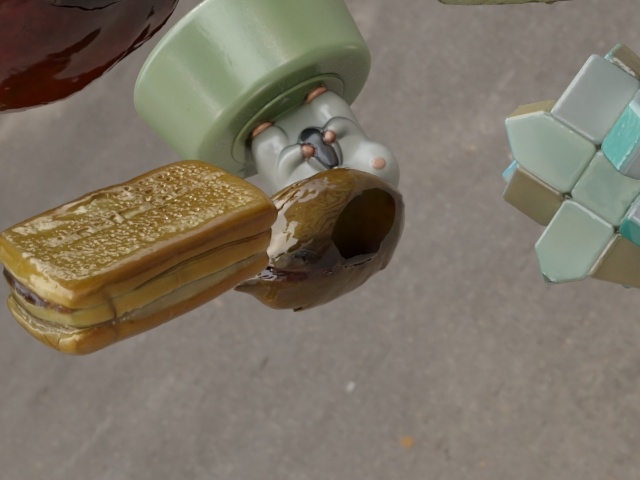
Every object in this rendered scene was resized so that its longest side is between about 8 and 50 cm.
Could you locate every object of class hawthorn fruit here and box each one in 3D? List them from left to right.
[{"bbox_3d":[-0.206,-0.171,0.910,0.249,0.215,0.215,-34,37,25],"label":"hawthorn fruit"}]

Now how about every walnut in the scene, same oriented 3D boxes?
[{"bbox_3d":[0.000,0.000,1.554,0.137,0.137,0.245,-20,11,47],"label":"walnut"}]

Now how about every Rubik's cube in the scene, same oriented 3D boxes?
[{"bbox_3d":[0.306,-0.056,1.485,0.224,0.265,0.213,-52,-5,26],"label":"Rubik's cube"}]

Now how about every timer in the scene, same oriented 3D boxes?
[{"bbox_3d":[-0.025,-0.125,1.774,0.291,0.290,0.315,-43,71,24],"label":"timer"}]

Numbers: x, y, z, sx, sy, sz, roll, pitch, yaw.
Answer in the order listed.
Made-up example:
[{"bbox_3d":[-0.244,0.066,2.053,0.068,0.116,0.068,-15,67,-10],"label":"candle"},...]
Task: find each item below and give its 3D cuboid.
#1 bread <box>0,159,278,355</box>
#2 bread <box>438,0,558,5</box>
[{"bbox_3d":[-0.129,0.009,1.062,0.200,0.077,0.116,-25,32,-36],"label":"bread"},{"bbox_3d":[0.105,-0.318,1.118,0.338,0.187,0.155,-116,28,-42],"label":"bread"}]
